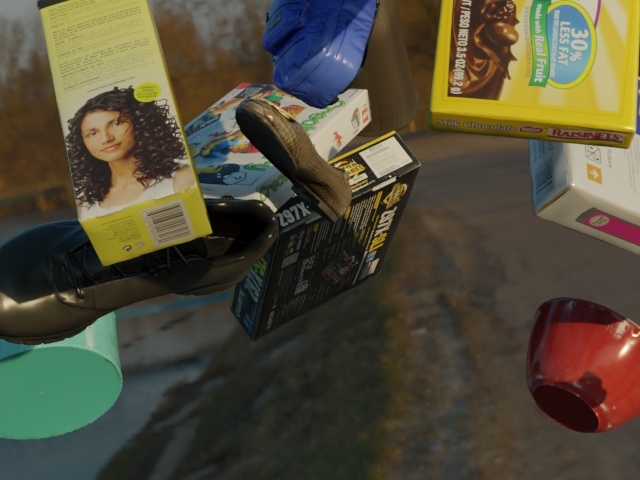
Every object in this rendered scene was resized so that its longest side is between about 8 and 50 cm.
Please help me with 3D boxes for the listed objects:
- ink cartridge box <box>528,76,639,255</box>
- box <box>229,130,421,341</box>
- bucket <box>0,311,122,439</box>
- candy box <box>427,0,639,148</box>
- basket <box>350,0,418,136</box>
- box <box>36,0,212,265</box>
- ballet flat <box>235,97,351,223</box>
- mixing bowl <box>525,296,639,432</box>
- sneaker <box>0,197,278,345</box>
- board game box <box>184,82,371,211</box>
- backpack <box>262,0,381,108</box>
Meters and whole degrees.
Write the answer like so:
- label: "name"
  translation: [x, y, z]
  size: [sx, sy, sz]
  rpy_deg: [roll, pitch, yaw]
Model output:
- label: "ink cartridge box"
  translation: [0.366, -0.055, 1.277]
  size: [0.371, 0.175, 0.069]
  rpy_deg: [18, -36, -23]
- label: "box"
  translation: [0.000, 0.000, 1.959]
  size: [0.257, 0.079, 0.322]
  rpy_deg: [-29, -23, -25]
- label: "bucket"
  translation: [-0.434, 0.162, 1.953]
  size: [0.281, 0.183, 0.281]
  rpy_deg: [-12, -39, -10]
- label: "candy box"
  translation: [0.119, -0.149, 0.690]
  size: [0.105, 0.205, 0.027]
  rpy_deg: [6, -22, 3]
- label: "basket"
  translation: [0.048, -0.291, 1.889]
  size: [0.204, 0.226, 0.154]
  rpy_deg: [37, 66, 28]
- label: "box"
  translation: [-0.146, -0.096, 0.943]
  size: [0.087, 0.232, 0.058]
  rpy_deg: [-18, -38, -3]
- label: "ballet flat"
  translation: [-0.020, -0.093, 1.389]
  size: [0.084, 0.058, 0.250]
  rpy_deg: [35, -7, 32]
- label: "mixing bowl"
  translation: [0.314, 0.165, 1.537]
  size: [0.181, 0.181, 0.098]
  rpy_deg: [-5, 41, 54]
- label: "sneaker"
  translation: [-0.166, 0.010, 1.127]
  size: [0.286, 0.109, 0.130]
  rpy_deg: [-18, -5, -30]
- label: "board game box"
  translation: [-0.087, -0.115, 1.611]
  size: [0.193, 0.053, 0.305]
  rpy_deg: [6, 30, 26]
- label: "backpack"
  translation: [-0.007, -0.198, 1.308]
  size: [0.101, 0.120, 0.098]
  rpy_deg: [22, -36, -20]
